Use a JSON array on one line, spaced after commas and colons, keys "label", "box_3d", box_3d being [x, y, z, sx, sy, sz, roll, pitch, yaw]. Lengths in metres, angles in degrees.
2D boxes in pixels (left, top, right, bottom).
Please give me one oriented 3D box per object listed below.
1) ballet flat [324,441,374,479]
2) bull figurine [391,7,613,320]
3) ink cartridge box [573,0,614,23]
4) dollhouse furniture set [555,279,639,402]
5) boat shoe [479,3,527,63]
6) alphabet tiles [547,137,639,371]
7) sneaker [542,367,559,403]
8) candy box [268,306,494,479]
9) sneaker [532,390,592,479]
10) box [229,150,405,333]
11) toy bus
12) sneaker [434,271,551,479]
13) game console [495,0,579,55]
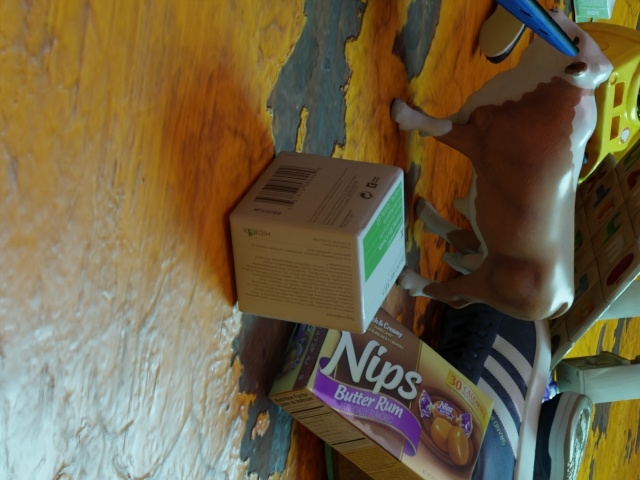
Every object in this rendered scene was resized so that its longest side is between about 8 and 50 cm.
[{"label": "ballet flat", "box_3d": [0.066, 0.246, 1.307, 0.116, 0.124, 0.343, -33, 129, -66]}, {"label": "bull figurine", "box_3d": [0.169, -0.063, 1.363, 0.101, 0.188, 0.310, -48, 141, -57]}, {"label": "ink cartridge box", "box_3d": [0.388, -0.363, 2.013, 0.235, 0.056, 0.171, 71, 34, -48]}, {"label": "dollhouse furniture set", "box_3d": [0.383, 0.072, 1.848, 0.212, 0.161, 0.242, -155, -120, -80]}, {"label": "boat shoe", "box_3d": [0.205, -0.234, 1.584, 0.133, 0.048, 0.042, -69, 148, -40]}, {"label": "alphabet tiles", "box_3d": [0.289, 0.020, 1.650, 0.285, 0.011, 0.342, -51, -170, 21]}, {"label": "sneaker", "box_3d": [0.244, 0.159, 1.801, 0.236, 0.095, 0.105, 5, 89, -75]}, {"label": "candy box", "box_3d": [0.053, 0.130, 1.200, 0.186, 0.053, 0.109, 41, 53, -26]}, {"label": "sneaker", "box_3d": [0.209, 0.224, 1.607, 0.282, 0.153, 0.099, 79, 32, -63]}, {"label": "box", "box_3d": [0.000, 0.000, 1.067, 0.101, 0.102, 0.087, -56, 150, -51]}, {"label": "toy bus", "box_3d": [0.326, -0.141, 1.835, 0.211, 0.149, 0.220, -32, 131, -47]}, {"label": "sneaker", "box_3d": [0.139, 0.151, 1.486, 0.148, 0.131, 0.350, 29, 50, -33]}, {"label": "game console", "box_3d": [0.118, -0.300, 1.158, 0.293, 0.173, 0.250, 14, 86, -70]}]
